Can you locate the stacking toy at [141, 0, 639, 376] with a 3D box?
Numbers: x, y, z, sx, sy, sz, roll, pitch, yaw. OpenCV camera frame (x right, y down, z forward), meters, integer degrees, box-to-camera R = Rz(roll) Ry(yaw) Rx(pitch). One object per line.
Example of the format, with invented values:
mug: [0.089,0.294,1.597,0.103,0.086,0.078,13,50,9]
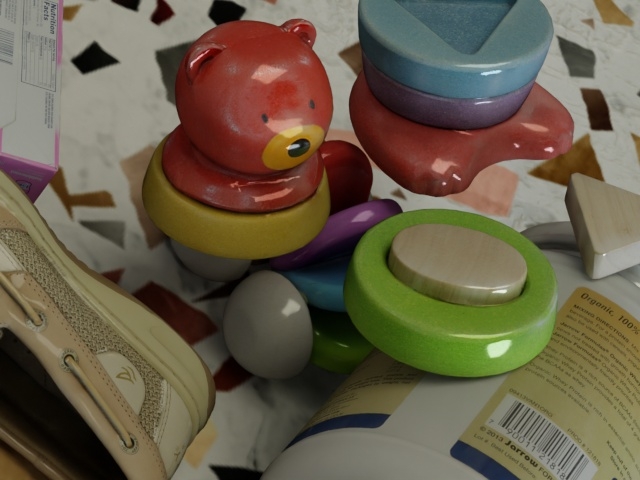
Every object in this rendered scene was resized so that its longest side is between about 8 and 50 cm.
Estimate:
stacking toy: [0.075,-0.069,1.230,0.279,0.130,0.309,35,46,30]

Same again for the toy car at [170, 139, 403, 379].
toy car: [0.000,0.000,1.353,0.159,0.136,0.182,-13,66,-41]

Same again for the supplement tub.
supplement tub: [0.118,0.145,1.258,0.228,0.228,0.316,44,44,2]

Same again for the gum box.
gum box: [-0.219,-0.098,1.294,0.062,0.107,0.188,16,50,-25]

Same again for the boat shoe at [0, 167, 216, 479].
boat shoe: [-0.217,0.036,1.183,0.341,0.121,0.110,37,43,-8]
